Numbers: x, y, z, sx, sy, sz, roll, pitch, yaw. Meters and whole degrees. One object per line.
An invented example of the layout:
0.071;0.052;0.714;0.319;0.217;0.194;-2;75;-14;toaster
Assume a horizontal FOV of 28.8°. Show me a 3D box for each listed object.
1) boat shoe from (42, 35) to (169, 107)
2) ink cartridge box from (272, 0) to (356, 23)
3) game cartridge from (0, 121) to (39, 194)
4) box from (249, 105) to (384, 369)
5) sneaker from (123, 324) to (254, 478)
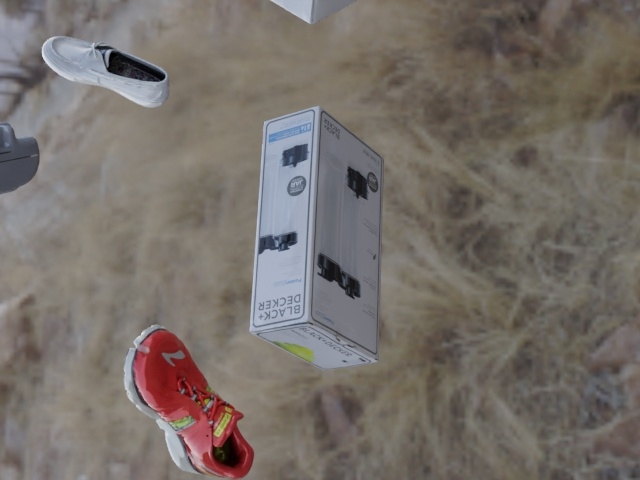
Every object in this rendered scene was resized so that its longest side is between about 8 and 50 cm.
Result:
-0.293;-0.241;1.707;0.066;0.184;0.063;-62;-2;-31;boat shoe
-0.036;-0.461;1.682;0.270;0.198;0.197;34;138;25;ink cartridge box
-0.369;-0.040;0.858;0.198;0.297;0.062;0;102;35;game cartridge
0.000;0.000;1.561;0.087;0.169;0.289;-13;63;31;box
-0.161;0.216;1.649;0.107;0.118;0.279;-56;-41;-30;sneaker
